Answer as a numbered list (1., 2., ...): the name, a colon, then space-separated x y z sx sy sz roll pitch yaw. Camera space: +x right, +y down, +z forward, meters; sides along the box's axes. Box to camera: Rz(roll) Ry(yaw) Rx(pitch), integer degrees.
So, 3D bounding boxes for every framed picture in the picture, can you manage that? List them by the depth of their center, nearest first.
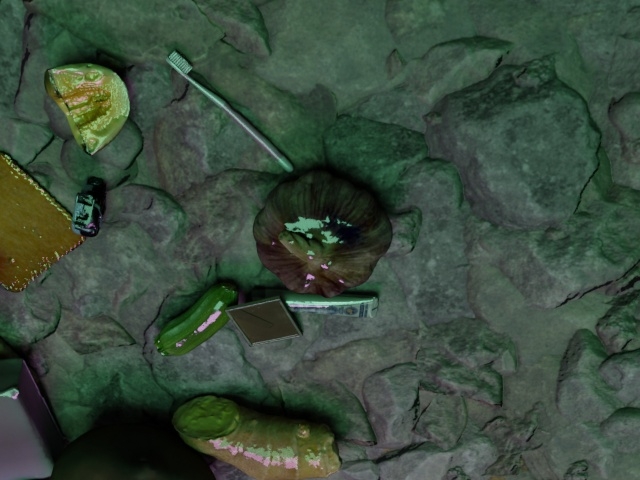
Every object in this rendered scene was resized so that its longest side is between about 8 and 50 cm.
1. framed picture: -0.105 0.154 1.791 0.109 0.011 0.149 -13 144 9

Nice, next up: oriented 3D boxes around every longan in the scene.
1. longan: -0.370 0.502 1.915 0.349 0.288 0.289 7 122 11

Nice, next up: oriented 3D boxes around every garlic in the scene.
1. garlic: 0.000 0.000 1.639 0.244 0.161 0.245 2 121 4

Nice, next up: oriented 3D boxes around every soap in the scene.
1. soap: -0.697 0.380 1.934 0.285 0.107 0.296 -6 132 2

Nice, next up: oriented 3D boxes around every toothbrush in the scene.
1. toothbrush: -0.147 -0.216 1.608 0.025 0.020 0.286 -41 109 19

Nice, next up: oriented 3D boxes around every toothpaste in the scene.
1. toothpaste: -0.011 0.117 1.782 0.239 0.039 0.062 4 135 2

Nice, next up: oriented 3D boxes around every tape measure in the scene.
1. tape measure: -0.411 -0.053 1.695 0.054 0.091 0.094 12 120 -5

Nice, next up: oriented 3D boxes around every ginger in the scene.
1. ginger: -0.128 0.405 1.924 0.353 0.126 0.190 21 131 -3

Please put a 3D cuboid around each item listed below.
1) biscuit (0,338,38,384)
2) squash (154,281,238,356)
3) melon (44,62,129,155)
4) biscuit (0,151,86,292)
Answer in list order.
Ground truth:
1. biscuit: -0.761 0.292 1.971 0.324 0.044 0.217 -30 115 21
2. squash: -0.233 0.155 1.812 0.219 0.068 0.077 -37 122 24
3. melon: -0.383 -0.236 1.596 0.128 0.079 0.160 -21 117 -2
4. biscuit: -0.585 -0.031 1.773 0.232 0.013 0.237 -34 111 24
